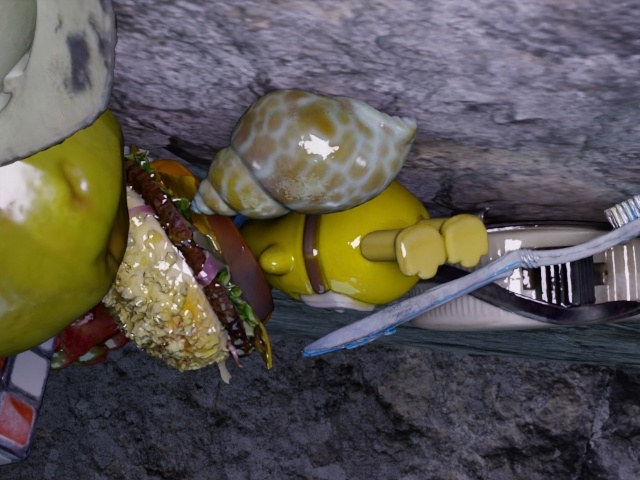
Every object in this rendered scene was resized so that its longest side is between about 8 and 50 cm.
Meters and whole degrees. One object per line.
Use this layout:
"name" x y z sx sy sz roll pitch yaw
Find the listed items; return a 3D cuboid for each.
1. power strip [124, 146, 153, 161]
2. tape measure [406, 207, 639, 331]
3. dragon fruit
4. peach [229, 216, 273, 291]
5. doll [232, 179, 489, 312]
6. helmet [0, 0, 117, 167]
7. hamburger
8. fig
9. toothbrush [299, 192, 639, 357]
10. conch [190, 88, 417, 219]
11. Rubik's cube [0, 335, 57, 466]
"power strip" -0.217 -0.091 0.925 0.083 0.017 0.027 10 170 -7
"tape measure" 0.221 0.031 0.948 0.231 0.133 0.271 0 178 -37
"dragon fruit" -0.350 0.069 1.280 0.302 0.237 0.231 -9 -174 -22
"peach" -0.137 0.041 1.213 0.152 0.152 0.152 7 169 1
"doll" 0.000 0.000 0.912 0.199 0.145 0.363 -9 -175 -36
"helmet" -0.192 -0.135 0.385 0.257 0.137 0.204 -4 128 14
"hamburger" -0.146 0.031 0.850 0.262 0.138 0.243 60 166 -22
"fig" -0.269 -0.044 0.631 0.239 0.239 0.271 -1 157 37
"toothbrush" 0.149 0.040 0.851 0.413 0.042 0.035 -27 164 24
"conch" -0.005 -0.067 0.703 0.173 0.106 0.116 -3 -167 -26
"Rubik's cube" -0.466 0.069 0.903 0.293 0.292 0.287 -18 141 25
